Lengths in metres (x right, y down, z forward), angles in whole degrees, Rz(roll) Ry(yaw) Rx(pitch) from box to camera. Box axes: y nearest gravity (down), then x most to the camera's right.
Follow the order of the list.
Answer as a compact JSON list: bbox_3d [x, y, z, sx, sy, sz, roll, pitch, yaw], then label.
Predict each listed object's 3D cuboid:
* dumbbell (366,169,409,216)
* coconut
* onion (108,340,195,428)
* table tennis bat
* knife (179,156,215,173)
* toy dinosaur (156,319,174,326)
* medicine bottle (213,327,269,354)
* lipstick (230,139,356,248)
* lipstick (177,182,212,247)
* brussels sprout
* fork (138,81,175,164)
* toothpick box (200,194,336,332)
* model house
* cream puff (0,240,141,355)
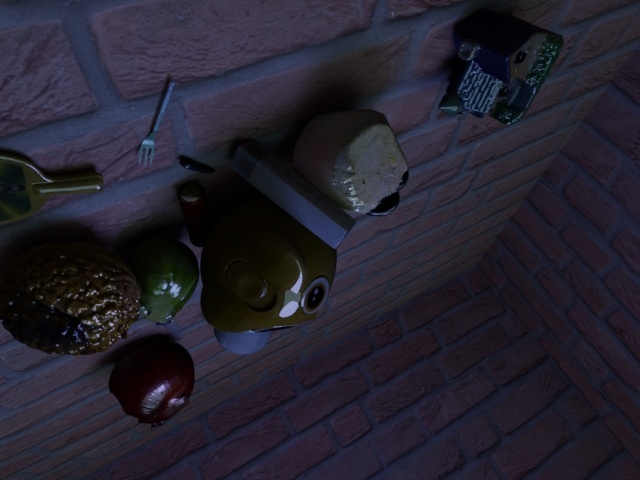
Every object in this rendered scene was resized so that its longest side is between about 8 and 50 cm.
[{"bbox_3d":[0.207,-0.206,1.647,0.192,0.192,0.290,-25,155,-17],"label":"dumbbell"},{"bbox_3d":[0.072,-0.231,1.339,0.297,0.309,0.298,-11,109,-33],"label":"coconut"},{"bbox_3d":[-0.667,0.560,1.869,0.341,0.341,0.341,-26,154,-14],"label":"onion"},{"bbox_3d":[-0.645,-0.117,0.996,0.320,0.050,0.199,-9,144,-33],"label":"table tennis bat"},{"bbox_3d":[-0.329,-0.198,1.233,0.018,0.031,0.121,-43,158,19],"label":"knife"},{"bbox_3d":[-0.610,0.311,1.792,0.047,0.031,0.083,-45,153,20],"label":"toy dinosaur"},{"bbox_3d":[-0.293,0.286,1.866,0.244,0.245,0.307,-12,139,-37],"label":"medicine bottle"},{"bbox_3d":[-0.075,-0.129,1.251,0.080,0.371,0.076,-57,173,36],"label":"lipstick"},{"bbox_3d":[-0.365,-0.070,1.355,0.080,0.080,0.241,-24,153,-18],"label":"lipstick"},{"bbox_3d":[-0.481,0.120,1.378,0.210,0.219,0.272,5,109,-50],"label":"brussels sprout"},{"bbox_3d":[-0.376,-0.270,1.060,0.039,0.021,0.235,-10,145,-47],"label":"fork"},{"bbox_3d":[-0.149,0.072,1.383,0.409,0.409,0.425,-42,-175,18],"label":"toothpick box"},{"bbox_3d":[0.513,-0.516,1.397,0.280,0.245,0.312,-16,141,-39],"label":"model house"},{"bbox_3d":[-0.641,0.168,1.179,0.326,0.231,0.343,-12,121,-2],"label":"cream puff"}]
